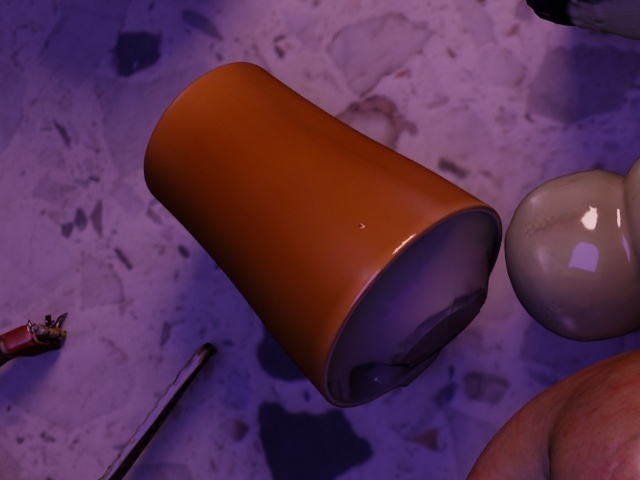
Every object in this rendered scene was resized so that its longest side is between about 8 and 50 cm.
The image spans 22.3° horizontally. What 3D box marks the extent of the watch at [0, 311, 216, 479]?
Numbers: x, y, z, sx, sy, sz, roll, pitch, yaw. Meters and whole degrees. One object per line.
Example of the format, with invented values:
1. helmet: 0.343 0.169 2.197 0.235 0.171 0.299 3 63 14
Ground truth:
1. watch: -0.226 0.145 1.370 0.165 0.102 0.268 42 96 15

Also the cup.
1. cup: 0.000 0.000 1.226 0.182 0.226 0.264 -40 62 -17

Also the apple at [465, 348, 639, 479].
1. apple: 0.223 0.220 1.084 0.345 0.269 0.345 -26 55 46

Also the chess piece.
1. chess piece: 0.291 -0.011 1.143 0.330 0.182 0.182 -15 86 24

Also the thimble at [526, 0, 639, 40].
1. thimble: 0.231 -0.257 1.132 0.150 0.237 0.237 13 95 15
